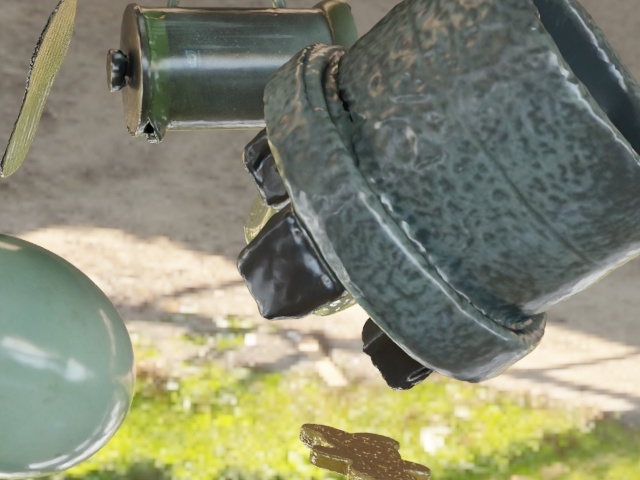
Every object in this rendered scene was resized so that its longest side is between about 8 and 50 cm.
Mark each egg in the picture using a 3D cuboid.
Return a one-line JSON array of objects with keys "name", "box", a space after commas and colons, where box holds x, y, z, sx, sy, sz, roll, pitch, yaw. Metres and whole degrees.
[{"name": "egg", "box": [-0.376, 0.135, 1.619, 0.276, 0.276, 0.389, -9, 153, 29]}]

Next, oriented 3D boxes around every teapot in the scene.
[{"name": "teapot", "box": [-0.133, -0.268, 1.949, 0.337, 0.270, 0.200, -3, 167, -18]}]

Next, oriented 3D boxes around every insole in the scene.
[{"name": "insole", "box": [-0.441, -0.240, 2.177, 0.009, 0.119, 0.348, 30, 120, 6]}]

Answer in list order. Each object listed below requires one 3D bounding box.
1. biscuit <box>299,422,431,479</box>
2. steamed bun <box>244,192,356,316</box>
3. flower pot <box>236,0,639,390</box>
[{"name": "biscuit", "box": [0.057, 0.280, 1.725, 0.158, 0.035, 0.240, 10, -174, -13]}, {"name": "steamed bun", "box": [0.000, 0.000, 1.413, 0.170, 0.152, 0.239, 44, 165, -4]}, {"name": "flower pot", "box": [0.101, -0.042, 1.025, 0.283, 0.299, 0.299, -36, 147, 20]}]
